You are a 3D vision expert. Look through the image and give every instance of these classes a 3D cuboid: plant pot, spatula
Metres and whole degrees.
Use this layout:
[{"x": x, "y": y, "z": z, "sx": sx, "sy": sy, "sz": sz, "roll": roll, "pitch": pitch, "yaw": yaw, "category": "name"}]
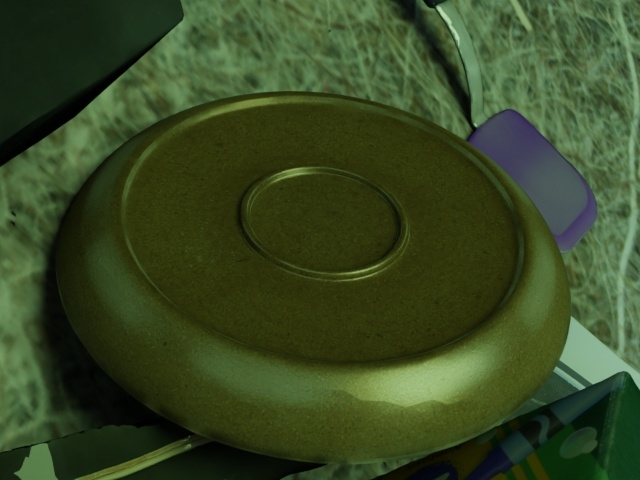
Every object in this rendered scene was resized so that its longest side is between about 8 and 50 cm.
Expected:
[{"x": 0.000, "y": 0.000, "z": 0.667, "sx": 0.236, "sy": 0.032, "sz": 0.236, "roll": 5, "pitch": 42, "yaw": -4, "category": "plant pot"}, {"x": 0.083, "y": -0.126, "z": 0.924, "sx": 0.296, "sy": 0.030, "sz": 0.084, "roll": 59, "pitch": 41, "yaw": -7, "category": "spatula"}]

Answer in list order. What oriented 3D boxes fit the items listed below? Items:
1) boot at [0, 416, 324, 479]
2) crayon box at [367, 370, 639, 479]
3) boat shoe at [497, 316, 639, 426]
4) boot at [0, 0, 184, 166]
[{"x": -0.058, "y": 0.142, "z": 0.630, "sx": 0.198, "sy": 0.077, "sz": 0.137, "roll": -9, "pitch": 83, "yaw": -35, "category": "boot"}, {"x": 0.030, "y": 0.205, "z": 0.543, "sx": 0.083, "sy": 0.203, "sz": 0.323, "roll": 50, "pitch": 34, "yaw": -17, "category": "crayon box"}, {"x": 0.117, "y": 0.098, "z": 0.807, "sx": 0.301, "sy": 0.108, "sz": 0.102, "roll": 40, "pitch": 79, "yaw": -38, "category": "boat shoe"}, {"x": -0.276, "y": -0.121, "z": 0.461, "sx": 0.445, "sy": 0.146, "sz": 0.367, "roll": -42, "pitch": 112, "yaw": -44, "category": "boot"}]
